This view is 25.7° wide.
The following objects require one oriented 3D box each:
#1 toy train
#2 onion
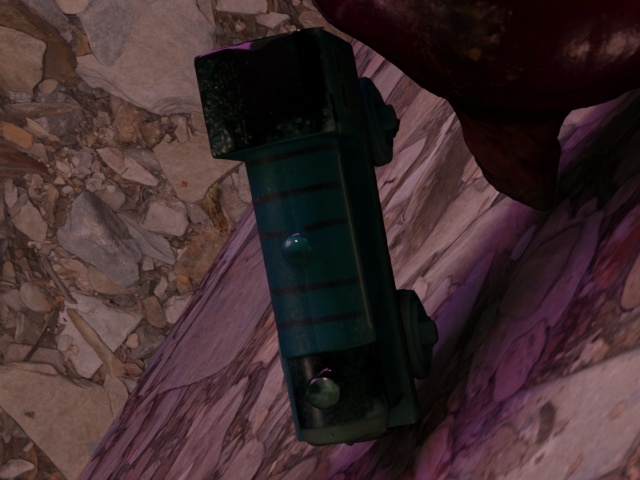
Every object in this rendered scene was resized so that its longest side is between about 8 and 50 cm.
[{"bbox_3d":[0.000,0.000,0.987,0.120,0.298,0.194,-11,-2,13],"label":"toy train"},{"bbox_3d":[0.143,-0.188,0.962,0.348,0.348,0.385,-66,-20,-56],"label":"onion"}]
